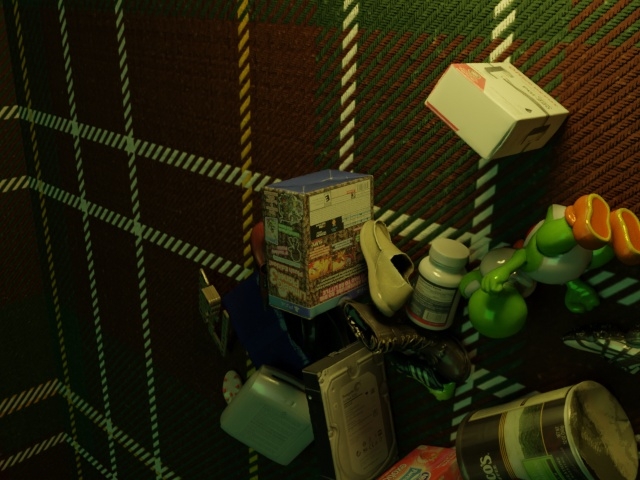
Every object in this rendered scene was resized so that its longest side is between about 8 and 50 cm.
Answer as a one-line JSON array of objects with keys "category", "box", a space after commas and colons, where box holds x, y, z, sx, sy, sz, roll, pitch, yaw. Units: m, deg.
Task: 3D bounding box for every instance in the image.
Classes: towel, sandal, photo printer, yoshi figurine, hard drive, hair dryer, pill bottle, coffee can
[{"category": "towel", "box": [-0.146, 0.251, 1.915, 0.228, 0.076, 0.308, -37, 77, 38]}, {"category": "sandal", "box": [-0.048, 0.176, 1.740, 0.167, 0.107, 0.445, -32, 78, 58]}, {"category": "photo printer", "box": [-0.121, 0.488, 1.883, 0.256, 0.107, 0.307, 31, 131, -4]}, {"category": "yoshi figurine", "box": [0.399, 0.075, 1.222, 0.203, 0.203, 0.362, 57, 138, 4]}, {"category": "hard drive", "box": [0.082, 0.433, 1.630, 0.064, 0.237, 0.338, 0, 103, 44]}, {"category": "hair dryer", "box": [-0.129, 0.062, 1.704, 0.293, 0.080, 0.223, 103, 157, -82]}, {"category": "pill bottle", "box": [0.255, 0.091, 1.426, 0.108, 0.108, 0.180, 33, 125, 33]}, {"category": "coffee can", "box": [0.432, 0.402, 1.295, 0.275, 0.202, 0.201, -34, 80, 45]}]

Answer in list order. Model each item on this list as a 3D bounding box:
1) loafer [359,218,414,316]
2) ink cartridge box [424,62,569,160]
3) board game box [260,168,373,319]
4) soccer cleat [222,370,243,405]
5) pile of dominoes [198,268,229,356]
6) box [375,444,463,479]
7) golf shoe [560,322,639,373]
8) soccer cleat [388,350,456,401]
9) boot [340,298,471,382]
[{"category": "loafer", "box": [0.154, 0.049, 1.469, 0.092, 0.102, 0.268, -28, 42, 20]}, {"category": "ink cartridge box", "box": [0.314, -0.232, 1.171, 0.158, 0.218, 0.092, 48, 127, 21]}, {"category": "board game box", "box": [0.000, 0.000, 1.557, 0.141, 0.232, 0.290, 14, 114, 42]}, {"category": "soccer cleat", "box": [-0.265, 0.514, 2.132, 0.068, 0.076, 0.196, -18, 76, 13]}, {"category": "pile of dominoes", "box": [-0.348, 0.230, 2.071, 0.196, 0.040, 0.251, 53, 149, 30]}, {"category": "box", "box": [0.215, 0.605, 1.512, 0.142, 0.300, 0.154, -10, 97, 46]}, {"category": "golf shoe", "box": [0.535, 0.201, 1.211, 0.198, 0.077, 0.093, -6, 101, 47]}, {"category": "soccer cleat", "box": [0.240, 0.301, 1.560, 0.179, 0.060, 0.072, 34, 116, 25]}, {"category": "boot", "box": [0.180, 0.222, 1.443, 0.263, 0.229, 0.091, 46, 118, 31]}]
